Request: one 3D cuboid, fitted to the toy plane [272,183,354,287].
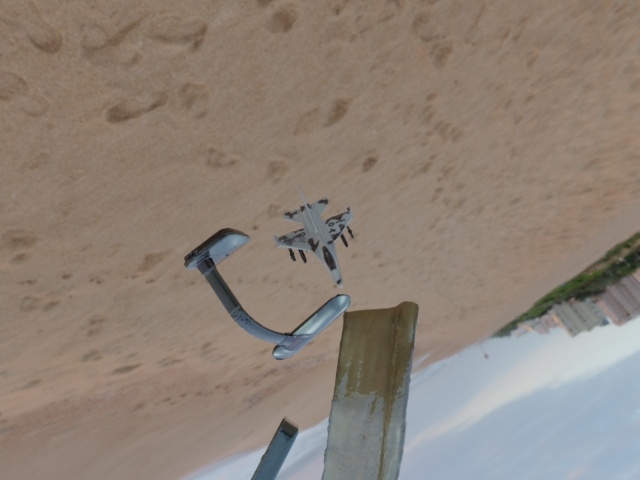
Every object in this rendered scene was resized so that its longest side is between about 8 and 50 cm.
[{"bbox_3d":[0.000,0.004,1.075,0.160,0.234,0.082,-21,151,-4],"label":"toy plane"}]

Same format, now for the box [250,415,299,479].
[{"bbox_3d":[-0.069,0.309,0.810,0.126,0.031,0.091,-61,174,-14],"label":"box"}]

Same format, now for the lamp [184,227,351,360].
[{"bbox_3d":[-0.094,0.085,1.091,0.203,0.283,0.124,-39,-178,11],"label":"lamp"}]

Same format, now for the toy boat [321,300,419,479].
[{"bbox_3d":[0.039,0.136,0.475,0.116,0.061,0.188,-54,151,-75],"label":"toy boat"}]
